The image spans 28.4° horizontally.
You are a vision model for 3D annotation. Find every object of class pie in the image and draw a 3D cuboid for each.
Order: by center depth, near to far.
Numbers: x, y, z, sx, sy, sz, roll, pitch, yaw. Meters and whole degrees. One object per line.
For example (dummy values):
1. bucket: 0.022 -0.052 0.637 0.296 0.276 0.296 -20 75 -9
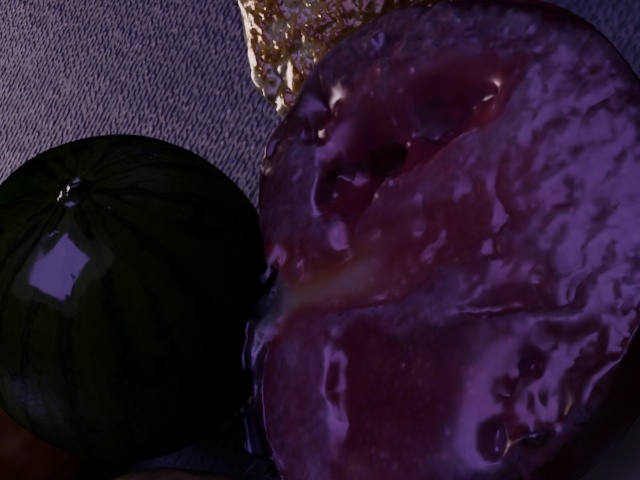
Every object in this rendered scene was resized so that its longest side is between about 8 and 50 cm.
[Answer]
1. pie: 0.025 -0.191 1.038 0.205 0.084 0.179 -35 76 25

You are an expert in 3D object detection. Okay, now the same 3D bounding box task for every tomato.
1. tomato: 0.110 0.026 0.796 0.289 0.176 0.335 -16 65 37

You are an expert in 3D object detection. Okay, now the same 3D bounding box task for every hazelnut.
1. hazelnut: -0.256 0.156 1.061 0.182 0.182 0.182 -19 57 33

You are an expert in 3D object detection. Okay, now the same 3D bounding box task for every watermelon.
1. watermelon: -0.147 0.041 0.933 0.242 0.242 0.242 -19 57 33

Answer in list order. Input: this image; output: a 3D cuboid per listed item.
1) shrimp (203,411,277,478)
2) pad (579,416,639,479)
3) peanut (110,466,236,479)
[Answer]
1. shrimp: -0.028 0.146 0.944 0.165 0.056 0.065 -19 64 37
2. pad: 0.212 0.127 0.780 0.156 0.004 0.232 -10 63 38
3. peanut: -0.164 0.241 0.945 0.290 0.130 0.130 -15 60 23
